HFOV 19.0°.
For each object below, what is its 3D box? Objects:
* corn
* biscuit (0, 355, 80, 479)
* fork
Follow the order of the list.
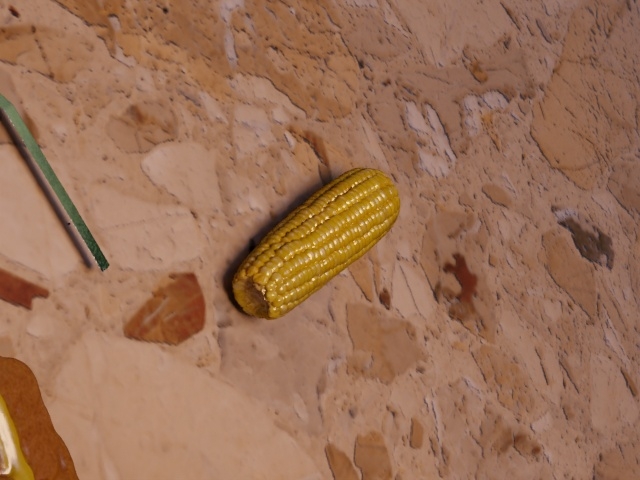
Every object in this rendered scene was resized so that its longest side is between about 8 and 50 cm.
[{"bbox_3d":[0.000,0.000,1.545,0.206,0.067,0.067,-41,108,-46],"label":"corn"},{"bbox_3d":[-0.191,0.220,1.255,0.295,0.044,0.186,59,43,-15],"label":"biscuit"},{"bbox_3d":[-0.216,-0.077,1.356,0.039,0.021,0.235,-42,110,-44],"label":"fork"}]
